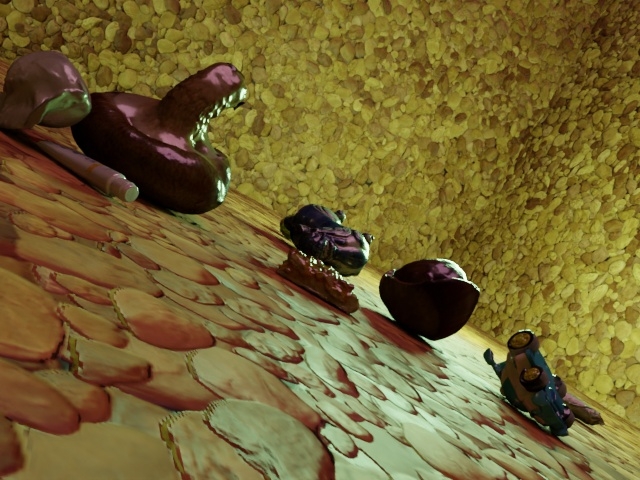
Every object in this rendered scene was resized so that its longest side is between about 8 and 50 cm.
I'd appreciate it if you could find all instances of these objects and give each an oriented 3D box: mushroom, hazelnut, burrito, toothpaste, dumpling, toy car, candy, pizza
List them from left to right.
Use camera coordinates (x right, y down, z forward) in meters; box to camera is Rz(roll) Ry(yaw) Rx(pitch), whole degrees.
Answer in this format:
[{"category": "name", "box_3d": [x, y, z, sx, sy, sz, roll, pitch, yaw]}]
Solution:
[{"category": "dumpling", "box_3d": [-0.384, -0.192, 0.759, 0.169, 0.134, 0.099, 52, -16, 29]}, {"category": "toothpaste", "box_3d": [-0.301, -0.095, 0.711, 0.190, 0.031, 0.048, 28, 5, 25]}, {"category": "mushroom", "box_3d": [-0.262, -0.168, 0.899, 0.268, 0.254, 0.267, 3, -4, 0]}, {"category": "candy", "box_3d": [-0.025, 0.011, 1.634, 0.262, 0.073, 0.077, 39, 25, 31]}, {"category": "pizza", "box_3d": [-0.007, 0.055, 0.884, 0.175, 0.046, 0.134, 32, 3, 39]}, {"category": "hazelnut", "box_3d": [0.206, 0.104, 1.099, 0.170, 0.160, 0.202, 26, 9, -38]}, {"category": "toy car", "box_3d": [0.321, 0.234, 0.877, 0.126, 0.098, 0.161, 52, 26, -17]}, {"category": "burrito", "box_3d": [0.538, 0.352, 1.250, 0.188, 0.045, 0.058, 33, 10, 25]}]

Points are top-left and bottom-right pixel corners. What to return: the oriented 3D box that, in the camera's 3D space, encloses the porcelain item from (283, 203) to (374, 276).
[{"category": "porcelain item", "box_3d": [0.000, 0.000, 1.419, 0.186, 0.137, 0.288, 8, 18, -31]}]
